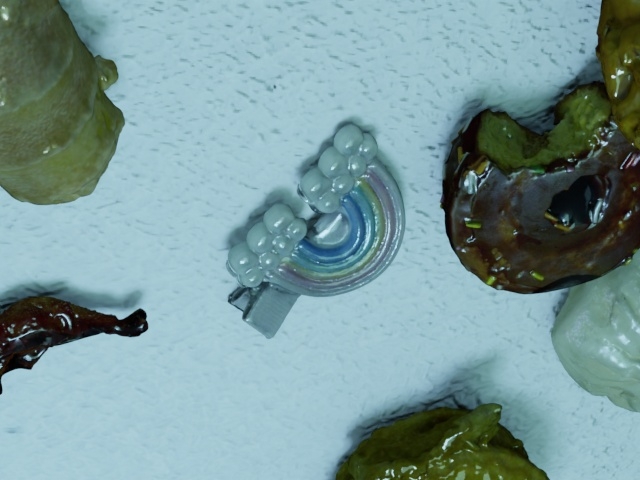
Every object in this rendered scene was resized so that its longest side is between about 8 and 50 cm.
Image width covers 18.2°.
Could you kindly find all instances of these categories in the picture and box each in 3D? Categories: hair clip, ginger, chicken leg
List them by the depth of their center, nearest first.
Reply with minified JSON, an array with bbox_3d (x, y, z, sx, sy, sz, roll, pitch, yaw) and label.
[{"bbox_3d":[-0.267,-0.166,1.605,0.190,0.126,0.354,-24,128,-14],"label":"ginger"},{"bbox_3d":[-0.272,0.093,1.856,0.219,0.048,0.089,-24,134,-1],"label":"chicken leg"},{"bbox_3d":[0.000,0.000,1.889,0.140,0.054,0.220,37,105,-30],"label":"hair clip"}]

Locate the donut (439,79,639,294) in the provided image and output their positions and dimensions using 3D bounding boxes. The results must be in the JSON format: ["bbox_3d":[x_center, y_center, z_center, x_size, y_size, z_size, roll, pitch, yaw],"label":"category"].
[{"bbox_3d":[0.222,-0.054,1.893,0.230,0.096,0.216,-30,133,4],"label":"donut"}]

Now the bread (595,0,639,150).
[{"bbox_3d":[0.428,-0.193,1.688,0.215,0.398,0.398,17,120,-45],"label":"bread"}]

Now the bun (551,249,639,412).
[{"bbox_3d":[0.353,0.095,2.035,0.231,0.133,0.231,-11,131,-13],"label":"bun"}]

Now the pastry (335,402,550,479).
[{"bbox_3d":[0.116,0.280,2.106,0.240,0.132,0.235,-33,122,-2],"label":"pastry"}]
